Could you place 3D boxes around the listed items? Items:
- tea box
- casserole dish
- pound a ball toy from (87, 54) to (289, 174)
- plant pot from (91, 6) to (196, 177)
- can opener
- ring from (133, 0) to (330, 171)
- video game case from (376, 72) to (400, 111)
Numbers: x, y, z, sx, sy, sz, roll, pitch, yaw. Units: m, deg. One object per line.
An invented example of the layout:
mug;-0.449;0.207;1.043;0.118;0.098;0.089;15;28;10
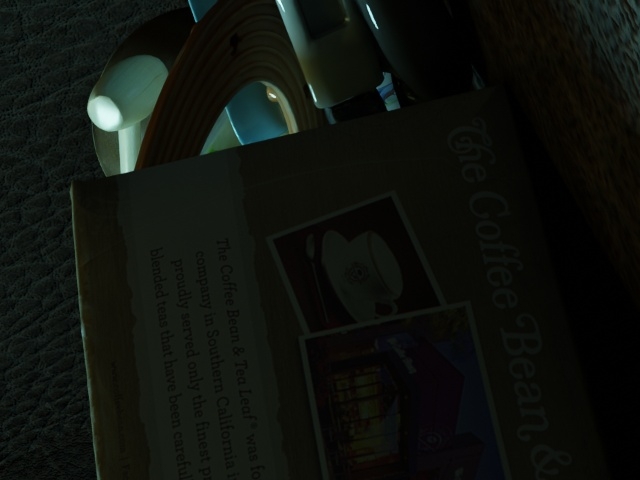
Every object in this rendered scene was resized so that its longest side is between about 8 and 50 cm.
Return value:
tea box;0.035;0.161;0.908;0.323;0.220;0.329;74;-175;-56
casserole dish;-0.049;-0.148;1.261;0.114;0.037;0.188;-50;-56;-69
pound a ball toy;-0.052;-0.013;1.515;0.319;0.208;0.136;85;-153;-43
plant pot;-0.070;-0.097;1.719;0.230;0.215;0.215;25;141;63
can opener;0.046;-0.051;0.971;0.095;0.076;0.283;-116;3;-46
ring;-0.060;0.012;1.131;0.336;0.032;0.336;9;-90;-71
video game case;-0.006;-0.178;1.297;0.300;0.036;0.329;71;175;-55
